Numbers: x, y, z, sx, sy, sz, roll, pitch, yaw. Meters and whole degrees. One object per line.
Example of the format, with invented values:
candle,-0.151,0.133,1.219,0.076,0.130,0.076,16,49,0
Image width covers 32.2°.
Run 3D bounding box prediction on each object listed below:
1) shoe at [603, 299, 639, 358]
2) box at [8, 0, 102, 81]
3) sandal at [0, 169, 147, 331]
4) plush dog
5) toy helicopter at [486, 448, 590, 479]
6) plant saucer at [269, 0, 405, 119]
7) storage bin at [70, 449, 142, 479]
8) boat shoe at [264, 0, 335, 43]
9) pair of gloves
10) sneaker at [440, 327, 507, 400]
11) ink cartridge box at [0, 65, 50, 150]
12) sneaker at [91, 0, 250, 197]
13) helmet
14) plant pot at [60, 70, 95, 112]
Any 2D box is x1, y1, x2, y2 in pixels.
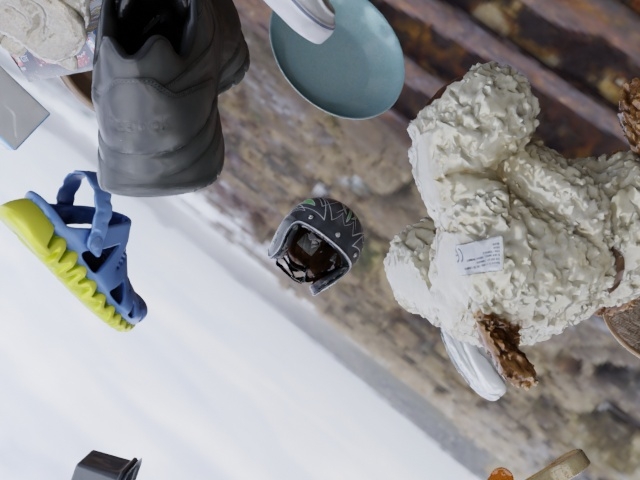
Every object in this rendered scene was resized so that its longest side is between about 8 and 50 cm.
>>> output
shoe,0.473,0.144,1.477,0.219,0.076,0.058,35,-177,23
box,-0.241,-0.250,1.265,0.233,0.159,0.044,4,133,53
sandal,-0.309,0.015,1.544,0.126,0.138,0.317,34,163,31
plush dog,0.195,-0.002,0.874,0.262,0.225,0.210,94,153,-48
toy helicopter,0.354,0.503,2.117,0.140,0.355,0.235,59,176,8
plant saucer,0.015,-0.232,1.392,0.195,0.195,0.037,38,145,-12
storage bin,-0.371,0.412,1.890,0.091,0.098,0.135,19,-177,3
boat shoe,-0.036,-0.289,1.132,0.095,0.084,0.258,59,-167,28
pair of gloves,-0.280,-0.226,0.848,0.240,0.042,0.204,28,151,-7
sneaker,0.198,0.083,1.384,0.090,0.115,0.232,59,-169,-67
ink cartridge box,-0.498,-0.202,1.636,0.134,0.078,0.231,45,163,-23
sneaker,-0.108,-0.154,0.805,0.286,0.109,0.130,-98,4,-52
helmet,0.000,0.000,2.008,0.169,0.161,0.169,39,-163,-14
plant pot,-0.246,-0.326,1.625,0.263,0.263,0.229,38,-155,-20
